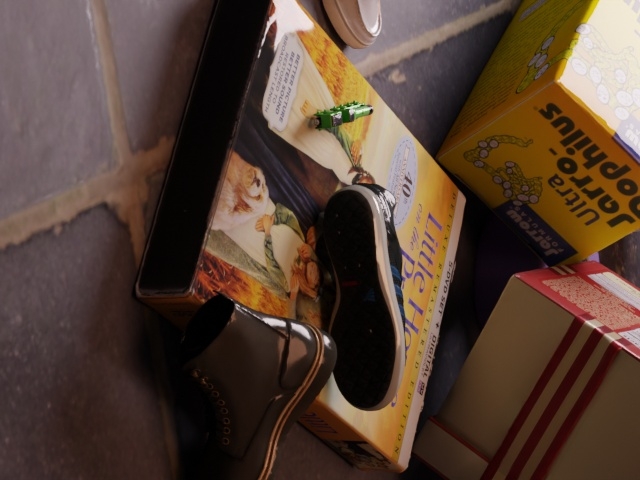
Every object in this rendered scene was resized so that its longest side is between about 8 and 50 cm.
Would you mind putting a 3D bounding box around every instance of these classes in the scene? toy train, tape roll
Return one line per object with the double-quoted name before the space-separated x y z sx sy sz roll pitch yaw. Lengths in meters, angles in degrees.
"toy train" 0.021 -0.111 1.608 0.083 0.023 0.017 -23 109 -57
"tape roll" 0.250 0.048 2.078 0.189 0.080 0.189 -4 94 -60

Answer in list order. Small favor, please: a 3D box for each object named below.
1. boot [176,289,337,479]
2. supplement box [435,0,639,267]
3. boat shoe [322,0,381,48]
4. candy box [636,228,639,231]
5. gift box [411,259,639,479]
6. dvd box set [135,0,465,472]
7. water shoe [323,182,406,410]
"boot" -0.088 0.138 1.477 0.137 0.077 0.198 29 88 -45
"supplement box" 0.309 -0.173 1.997 0.194 0.195 0.356 42 47 -13
"boat shoe" 0.035 -0.269 1.716 0.066 0.063 0.184 -40 124 -53
"candy box" 0.424 -0.064 2.291 0.196 0.164 0.070 -24 109 -57
"gift box" 0.284 0.194 1.875 0.276 0.255 0.258 1 122 -56
"dvd box set" 0.000 0.000 1.659 0.420 0.062 0.308 45 53 -51
"water shoe" 0.052 0.049 1.617 0.080 0.073 0.203 -17 106 -60
